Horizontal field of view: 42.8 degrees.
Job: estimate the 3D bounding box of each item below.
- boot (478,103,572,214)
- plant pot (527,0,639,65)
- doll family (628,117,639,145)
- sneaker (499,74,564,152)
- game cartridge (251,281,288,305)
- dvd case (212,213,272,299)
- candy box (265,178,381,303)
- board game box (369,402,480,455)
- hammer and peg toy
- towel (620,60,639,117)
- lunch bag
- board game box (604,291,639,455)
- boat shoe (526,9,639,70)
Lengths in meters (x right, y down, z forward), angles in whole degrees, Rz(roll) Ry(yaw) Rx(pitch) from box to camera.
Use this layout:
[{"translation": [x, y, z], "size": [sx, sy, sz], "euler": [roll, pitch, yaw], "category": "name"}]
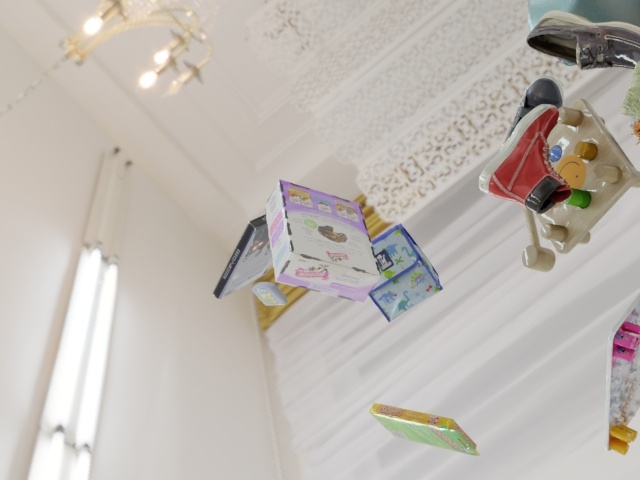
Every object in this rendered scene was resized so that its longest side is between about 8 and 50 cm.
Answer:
[{"translation": [0.465, -0.165, 1.676], "size": [0.176, 0.244, 0.088], "euler": [27, 162, 36], "category": "boot"}, {"translation": [0.653, -0.575, 1.992], "size": [0.247, 0.252, 0.248], "euler": [33, 172, -21], "category": "plant pot"}, {"translation": [0.768, -0.210, 1.817], "size": [0.263, 0.118, 0.163], "euler": [56, -172, -8], "category": "doll family"}, {"translation": [0.581, -0.292, 2.254], "size": [0.126, 0.321, 0.127], "euler": [21, -156, 21], "category": "sneaker"}, {"translation": [-0.105, 0.107, 1.640], "size": [0.056, 0.017, 0.083], "euler": [53, 150, -17], "category": "game cartridge"}, {"translation": [-0.143, 0.021, 1.873], "size": [0.029, 0.239, 0.179], "euler": [43, -142, 15], "category": "dvd case"}, {"translation": [0.000, 0.000, 1.377], "size": [0.165, 0.070, 0.196], "euler": [16, -144, -22], "category": "candy box"}, {"translation": [0.245, 0.440, 1.901], "size": [0.259, 0.039, 0.124], "euler": [4, 145, 47], "category": "board game box"}, {"translation": [0.530, -0.111, 1.837], "size": [0.127, 0.361, 0.266], "euler": [8, -134, -28], "category": "hammer and peg toy"}, {"translation": [0.558, -0.236, 1.289], "size": [0.148, 0.110, 0.027], "euler": [14, 166, 42], "category": "towel"}, {"translation": [0.140, 0.058, 1.554], "size": [0.151, 0.129, 0.096], "euler": [55, -169, -16], "category": "lunch bag"}, {"translation": [0.764, 0.240, 1.862], "size": [0.050, 0.390, 0.390], "euler": [22, 140, 38], "category": "board game box"}, {"translation": [0.541, -0.383, 1.626], "size": [0.285, 0.092, 0.103], "euler": [32, 159, 39], "category": "boat shoe"}]
